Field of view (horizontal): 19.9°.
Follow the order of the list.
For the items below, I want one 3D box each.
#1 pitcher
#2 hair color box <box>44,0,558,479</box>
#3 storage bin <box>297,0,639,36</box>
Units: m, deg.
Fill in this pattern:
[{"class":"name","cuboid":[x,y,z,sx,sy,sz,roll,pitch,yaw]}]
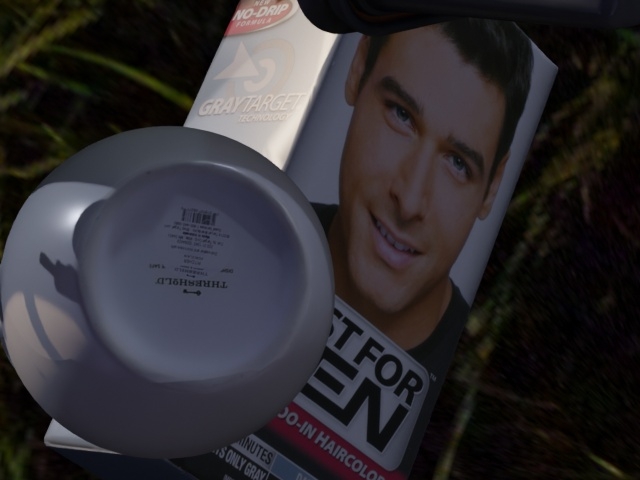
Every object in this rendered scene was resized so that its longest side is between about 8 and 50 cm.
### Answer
[{"class":"pitcher","cuboid":[-0.093,0.024,0.726,0.177,0.207,0.126,2,83,-14]},{"class":"hair color box","cuboid":[0.000,0.000,1.120,0.113,0.185,0.375,-1,59,44]},{"class":"storage bin","cuboid":[0.058,-0.112,0.440,0.091,0.098,0.135,20,116,42]}]
